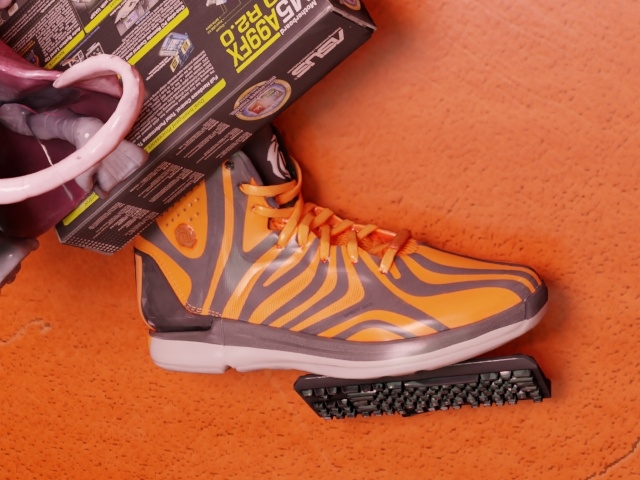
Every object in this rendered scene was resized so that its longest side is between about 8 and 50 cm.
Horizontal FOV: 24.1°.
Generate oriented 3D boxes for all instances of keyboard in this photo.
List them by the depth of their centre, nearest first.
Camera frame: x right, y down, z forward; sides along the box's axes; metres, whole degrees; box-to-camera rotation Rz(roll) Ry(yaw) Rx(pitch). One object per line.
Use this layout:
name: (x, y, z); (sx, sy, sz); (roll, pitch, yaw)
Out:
keyboard: (0.080, 0.115, 1.121); (0.180, 0.108, 0.023); (-6, 69, 16)

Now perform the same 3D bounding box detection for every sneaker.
sneaker: (0.000, 0.000, 1.097); (0.321, 0.124, 0.180); (-4, 104, 19)

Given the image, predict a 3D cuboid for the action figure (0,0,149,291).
action figure: (-0.305, -0.131, 0.982); (0.248, 0.276, 0.370); (-39, 90, -11)

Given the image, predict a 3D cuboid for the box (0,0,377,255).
box: (-0.115, -0.153, 1.077); (0.270, 0.060, 0.216); (-39, 62, 23)
